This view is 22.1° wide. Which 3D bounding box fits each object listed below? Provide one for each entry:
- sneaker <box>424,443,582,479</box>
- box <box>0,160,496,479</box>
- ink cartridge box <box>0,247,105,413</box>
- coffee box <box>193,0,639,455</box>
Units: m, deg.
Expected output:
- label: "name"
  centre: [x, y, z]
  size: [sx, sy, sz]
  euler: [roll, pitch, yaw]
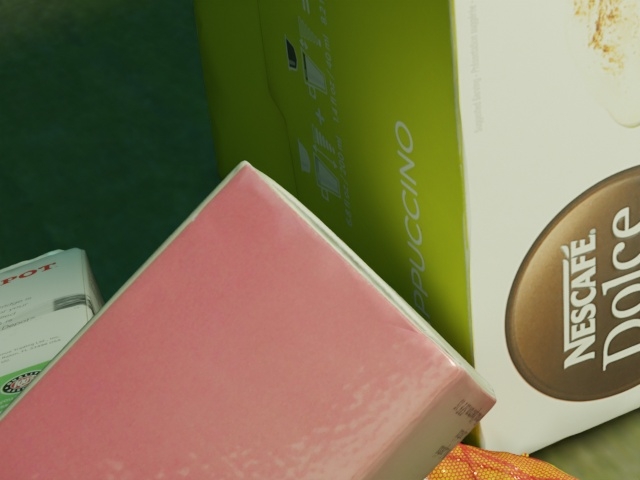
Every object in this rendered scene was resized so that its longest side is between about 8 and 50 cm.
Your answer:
- label: "sneaker"
  centre: [0.071, 0.125, 0.779]
  size: [0.175, 0.064, 0.067]
  euler: [19, 23, 23]
- label: "box"
  centre: [-0.052, 0.102, 0.696]
  size: [0.127, 0.148, 0.232]
  euler: [44, 91, 15]
- label: "ink cartridge box"
  centre: [-0.187, 0.100, 0.902]
  size: [0.160, 0.093, 0.219]
  euler: [-19, 20, -3]
- label: "coffee box"
  centre: [0.135, -0.146, 0.890]
  size: [0.334, 0.338, 0.338]
  euler: [-19, 36, -19]
